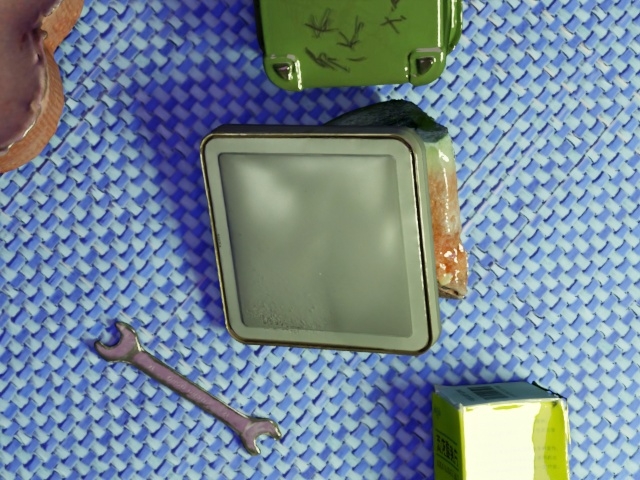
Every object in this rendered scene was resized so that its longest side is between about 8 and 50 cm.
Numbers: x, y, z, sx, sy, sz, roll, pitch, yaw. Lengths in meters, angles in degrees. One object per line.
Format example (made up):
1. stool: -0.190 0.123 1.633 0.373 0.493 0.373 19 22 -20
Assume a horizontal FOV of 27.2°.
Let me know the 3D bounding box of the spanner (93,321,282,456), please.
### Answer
1. spanner: -0.159 0.181 1.601 0.254 0.015 0.054 34 87 -6

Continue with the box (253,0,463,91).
1. box: 0.036 -0.324 1.467 0.253 0.178 0.328 -4 120 4

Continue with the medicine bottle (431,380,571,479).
1. medicine bottle: 0.216 0.299 1.586 0.141 0.137 0.250 -4 93 -7

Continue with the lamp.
1. lamp: 0.000 0.000 1.508 0.266 0.047 0.269 3 113 25

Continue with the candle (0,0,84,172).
1. candle: -0.419 -0.236 1.512 0.287 0.131 0.317 6 81 0

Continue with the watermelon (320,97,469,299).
1. watermelon: 0.096 -0.027 1.561 0.140 0.193 0.256 -21 108 -5
